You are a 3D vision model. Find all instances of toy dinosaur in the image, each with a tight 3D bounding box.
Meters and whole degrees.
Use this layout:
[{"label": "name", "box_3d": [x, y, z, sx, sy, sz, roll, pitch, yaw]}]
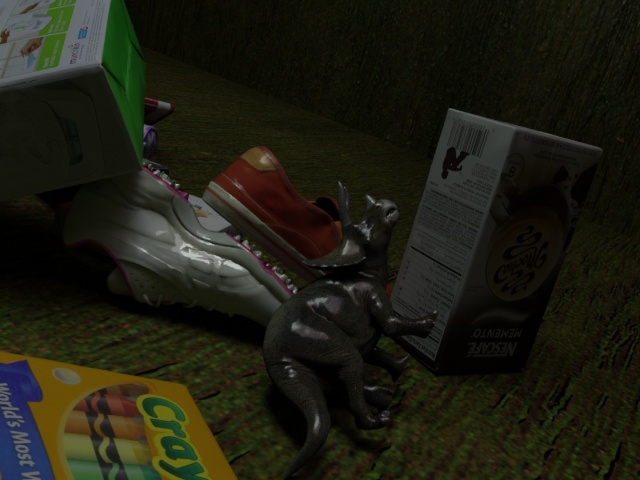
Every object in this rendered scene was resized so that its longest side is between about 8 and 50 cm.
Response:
[{"label": "toy dinosaur", "box_3d": [0.012, 0.099, 0.672, 0.160, 0.121, 0.313, 31, 53, 6]}]

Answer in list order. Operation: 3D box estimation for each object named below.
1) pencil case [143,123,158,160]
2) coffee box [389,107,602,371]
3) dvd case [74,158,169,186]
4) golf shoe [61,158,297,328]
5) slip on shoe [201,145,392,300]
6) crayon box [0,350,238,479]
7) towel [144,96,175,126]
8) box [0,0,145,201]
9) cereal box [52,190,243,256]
[{"label": "pencil case", "box_3d": [-0.396, -0.191, 1.227, 0.206, 0.088, 0.086, 19, 8, 6]}, {"label": "coffee box", "box_3d": [0.209, 0.005, 0.848, 0.168, 0.297, 0.119, 4, 18, -35]}, {"label": "dvd case", "box_3d": [-0.377, -0.123, 1.053, 0.239, 0.029, 0.179, 20, 19, 41]}, {"label": "golf shoe", "box_3d": [-0.147, 0.034, 0.760, 0.306, 0.140, 0.115, 38, -9, 0]}, {"label": "slip on shoe", "box_3d": [0.000, 0.000, 0.852, 0.331, 0.101, 0.123, 39, -3, -38]}, {"label": "crayon box", "box_3d": [-0.145, 0.140, 0.330, 0.323, 0.083, 0.203, 21, 11, -37]}, {"label": "towel", "box_3d": [-0.478, -0.271, 1.321, 0.329, 0.037, 0.237, 6, -6, -33]}, {"label": "box", "box_3d": [-0.319, -0.167, 0.728, 0.231, 0.126, 0.262, -14, 40, -3]}, {"label": "cereal box", "box_3d": [-0.222, -0.023, 0.937, 0.173, 0.047, 0.240, 19, 17, 10]}]
